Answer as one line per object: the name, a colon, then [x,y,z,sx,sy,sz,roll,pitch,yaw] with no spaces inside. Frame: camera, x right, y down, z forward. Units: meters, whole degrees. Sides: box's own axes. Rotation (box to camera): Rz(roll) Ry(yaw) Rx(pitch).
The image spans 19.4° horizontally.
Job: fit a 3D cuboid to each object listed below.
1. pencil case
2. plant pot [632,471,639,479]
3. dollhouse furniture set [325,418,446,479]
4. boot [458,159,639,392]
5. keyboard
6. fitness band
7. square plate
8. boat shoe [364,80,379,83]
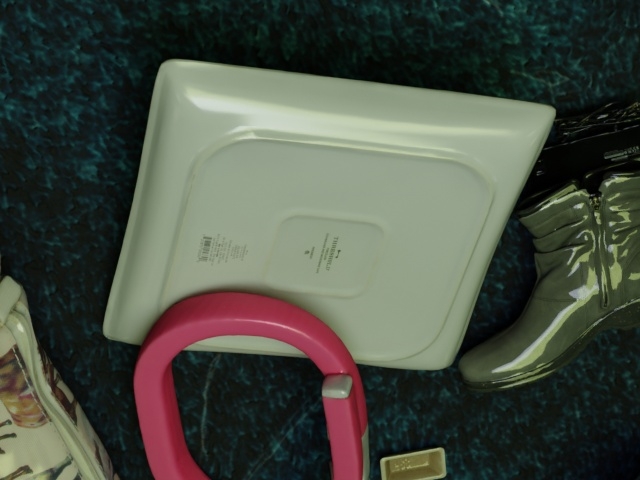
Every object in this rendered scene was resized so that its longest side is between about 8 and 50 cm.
pencil case: [-0.252,0.228,1.695,0.183,0.160,0.410,-18,111,20]
plant pot: [0.358,0.329,1.819,0.196,0.293,0.293,38,96,7]
dollhouse furniture set: [0.070,0.213,1.805,0.114,0.081,0.091,-9,108,-10]
boot: [0.218,0.029,1.777,0.246,0.083,0.161,-27,110,1]
keyboard: [0.285,-0.090,1.776,0.192,0.038,0.100,-14,117,11]
fitness band: [-0.063,0.171,1.712,0.209,0.054,0.291,3,129,12]
square plate: [0.000,0.000,1.660,0.344,0.049,0.347,5,134,-13]
boat shoe: [0.035,-0.096,1.699,0.301,0.108,0.102,-8,109,-2]
